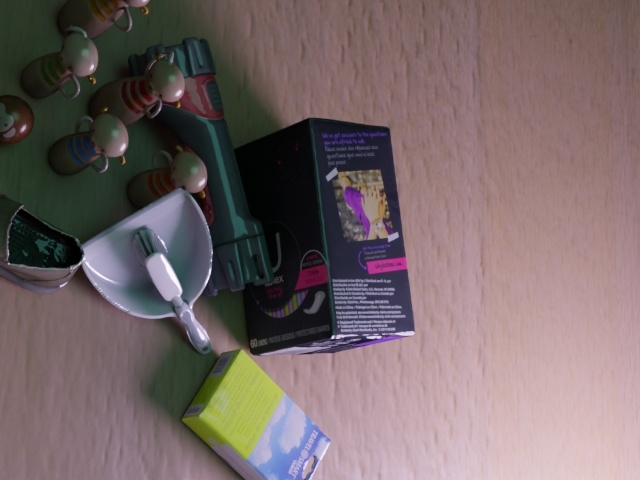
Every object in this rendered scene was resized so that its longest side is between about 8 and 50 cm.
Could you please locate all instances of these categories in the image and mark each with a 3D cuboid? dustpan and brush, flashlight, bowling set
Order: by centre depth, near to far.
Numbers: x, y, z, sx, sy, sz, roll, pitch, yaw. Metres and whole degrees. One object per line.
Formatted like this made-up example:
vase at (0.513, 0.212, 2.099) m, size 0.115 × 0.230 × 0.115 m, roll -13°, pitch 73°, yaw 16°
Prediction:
bowling set at (-0.252, -0.147, 1.443) m, size 0.200 × 0.154 × 0.287 m, roll -29°, pitch 98°, yaw -43°
dustpan and brush at (-0.174, 0.056, 1.510) m, size 0.147 × 0.060 × 0.211 m, roll -31°, pitch 139°, yaw -8°
flashlight at (-0.148, -0.086, 1.568) m, size 0.103 × 0.103 × 0.304 m, roll -14°, pitch 93°, yaw -20°

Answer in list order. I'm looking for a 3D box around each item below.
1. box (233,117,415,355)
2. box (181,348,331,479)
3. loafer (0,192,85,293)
box at (0.000, 0.000, 1.626) m, size 0.143 × 0.165 × 0.270 m, roll 3°, pitch 76°, yaw -41°
box at (-0.075, 0.229, 1.578) m, size 0.178 × 0.042 × 0.109 m, roll 48°, pitch 52°, yaw -23°
loafer at (-0.351, -0.022, 1.362) m, size 0.251 × 0.087 × 0.094 m, roll 25°, pitch 63°, yaw -36°
